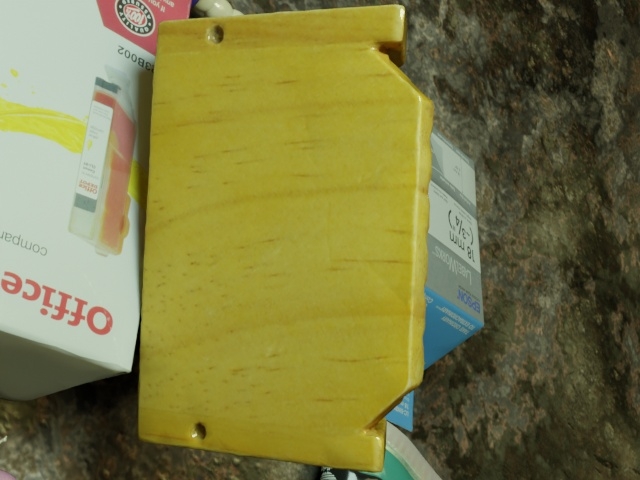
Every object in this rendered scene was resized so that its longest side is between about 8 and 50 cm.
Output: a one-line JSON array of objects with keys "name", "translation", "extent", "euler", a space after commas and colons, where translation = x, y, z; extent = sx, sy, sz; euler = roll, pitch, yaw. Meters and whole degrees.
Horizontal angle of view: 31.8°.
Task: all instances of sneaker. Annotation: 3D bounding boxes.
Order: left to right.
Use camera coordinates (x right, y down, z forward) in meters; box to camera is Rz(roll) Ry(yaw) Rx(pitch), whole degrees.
[{"name": "sneaker", "translation": [0.106, 0.331, 1.255], "extent": [0.302, 0.108, 0.121], "euler": [44, 50, -16]}]

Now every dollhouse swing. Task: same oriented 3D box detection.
[{"name": "dollhouse swing", "translation": [0.000, 0.000, 1.012], "extent": [0.305, 0.315, 0.346], "euler": [5, 87, -62]}]

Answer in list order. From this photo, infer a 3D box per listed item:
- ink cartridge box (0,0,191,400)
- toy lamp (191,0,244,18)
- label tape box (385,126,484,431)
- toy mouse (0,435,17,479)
[{"name": "ink cartridge box", "translation": [-0.281, -0.089, 0.947], "extent": [0.279, 0.160, 0.384], "euler": [26, 60, -39]}, {"name": "toy lamp", "translation": [-0.090, -0.239, 1.252], "extent": [0.275, 0.080, 0.080], "euler": [33, 56, -35]}, {"name": "label tape box", "translation": [0.085, 0.020, 1.266], "extent": [0.241, 0.106, 0.333], "euler": [32, 50, -48]}, {"name": "toy mouse", "translation": [-0.283, 0.245, 0.932], "extent": [0.143, 0.031, 0.161], "euler": [51, 47, -21]}]
